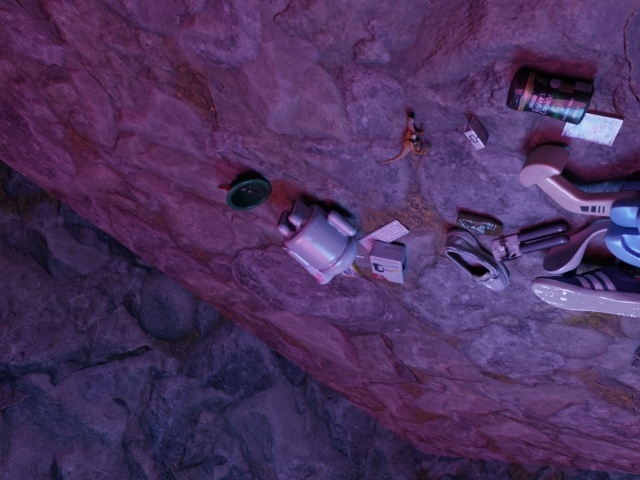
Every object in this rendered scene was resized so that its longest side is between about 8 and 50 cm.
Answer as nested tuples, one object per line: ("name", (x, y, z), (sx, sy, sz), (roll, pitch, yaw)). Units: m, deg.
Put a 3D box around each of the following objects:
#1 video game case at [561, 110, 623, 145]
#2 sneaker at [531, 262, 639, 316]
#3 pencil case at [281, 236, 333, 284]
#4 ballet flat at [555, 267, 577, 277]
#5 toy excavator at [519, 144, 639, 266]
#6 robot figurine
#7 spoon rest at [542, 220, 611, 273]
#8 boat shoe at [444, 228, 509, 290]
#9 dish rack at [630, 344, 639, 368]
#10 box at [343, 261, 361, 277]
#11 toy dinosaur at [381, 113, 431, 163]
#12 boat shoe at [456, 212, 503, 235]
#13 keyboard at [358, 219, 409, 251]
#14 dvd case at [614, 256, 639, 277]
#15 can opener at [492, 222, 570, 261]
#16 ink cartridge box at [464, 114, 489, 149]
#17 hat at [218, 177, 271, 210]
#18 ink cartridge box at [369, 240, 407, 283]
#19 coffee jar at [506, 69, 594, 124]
("video game case", (0.681, -0.285, 1.373), (0.122, 0.011, 0.087), (17, 148, 16))
("sneaker", (0.853, 0.136, 1.715), (0.350, 0.148, 0.131), (9, 149, 20))
("pencil case", (-0.045, 0.068, 2.345), (0.273, 0.113, 0.124), (46, 171, -29))
("ballet flat", (0.824, 0.130, 1.834), (0.074, 0.074, 0.203), (8, 147, 28))
("toy excavator", (0.799, -0.074, 1.438), (0.445, 0.222, 0.433), (2, 141, 48))
("robot figurine", (0.000, 0.000, 2.121), (0.353, 0.199, 0.300), (38, 131, -19))
("spoon rest", (0.792, 0.015, 1.648), (0.084, 0.137, 0.276), (44, 131, -15))
("boat shoe", (0.551, 0.089, 1.939), (0.320, 0.103, 0.118), (43, 145, -25))
("dish rack", (1.231, 0.401, 1.938), (0.208, 0.074, 0.271), (14, 149, 23))
("box", (0.116, 0.111, 2.370), (0.081, 0.028, 0.136), (3, 144, 34))
("toy dinosaur", (0.268, -0.290, 1.642), (0.112, 0.064, 0.211), (37, 143, 18))
("boat shoe", (0.527, -0.057, 1.806), (0.153, 0.048, 0.056), (12, 135, 11))
("keyboard", (0.239, -0.016, 2.102), (0.072, 0.014, 0.256), (36, 148, -15))
("dvd case", (0.969, 0.091, 1.720), (0.087, 0.013, 0.119), (11, 147, 24))
("can opener", (0.679, 0.007, 1.773), (0.093, 0.074, 0.280), (3, 164, -32))
("ink cartridge box", (0.426, -0.298, 1.506), (0.028, 0.048, 0.083), (-14, 129, 47))
("hat", (-0.320, -0.237, 2.177), (0.209, 0.183, 0.173), (-23, 147, -1))
("ink cartridge box", (0.269, 0.087, 2.160), (0.128, 0.072, 0.175), (11, 150, 19))
("coffee jar", (0.547, -0.346, 1.314), (0.185, 0.079, 0.096), (18, 148, 15))
